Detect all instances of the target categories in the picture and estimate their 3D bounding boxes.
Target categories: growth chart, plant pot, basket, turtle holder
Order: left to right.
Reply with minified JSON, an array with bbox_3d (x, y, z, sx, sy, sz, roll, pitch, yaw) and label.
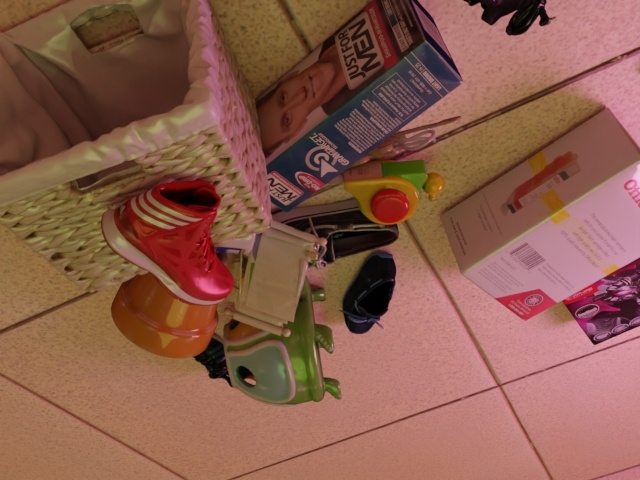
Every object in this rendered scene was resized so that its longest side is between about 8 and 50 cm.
[{"bbox_3d":[-0.258,-0.150,0.964,0.328,0.331,0.266,-19,140,8],"label":"basket"},{"bbox_3d":[-0.273,0.090,1.342,0.205,0.205,0.188,17,116,-28],"label":"plant pot"},{"bbox_3d":[-0.098,0.069,1.335,0.172,0.021,0.237,26,110,18],"label":"growth chart"},{"bbox_3d":[-0.088,0.207,1.464,0.227,0.243,0.320,-9,140,0],"label":"turtle holder"}]

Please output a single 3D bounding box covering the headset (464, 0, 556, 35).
[{"bbox_3d":[0.195,-0.367,0.908,0.394,0.243,0.185,-5,144,-38],"label":"headset"}]

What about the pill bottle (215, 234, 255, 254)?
[{"bbox_3d":[-0.217,-0.035,1.263,0.187,0.112,0.112,5,136,-18],"label":"pill bottle"}]

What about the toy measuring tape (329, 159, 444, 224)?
[{"bbox_3d":[0.062,-0.082,1.282,0.330,0.121,0.121,-4,139,5],"label":"toy measuring tape"}]

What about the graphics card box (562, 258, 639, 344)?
[{"bbox_3d":[0.677,0.095,1.623,0.233,0.094,0.371,-29,136,19],"label":"graphics card box"}]

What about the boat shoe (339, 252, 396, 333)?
[{"bbox_3d":[0.103,0.137,1.541,0.109,0.089,0.258,-2,138,-10],"label":"boat shoe"}]

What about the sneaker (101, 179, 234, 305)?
[{"bbox_3d":[-0.152,0.006,0.873,0.128,0.087,0.221,-28,145,21],"label":"sneaker"}]

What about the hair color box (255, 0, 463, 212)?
[{"bbox_3d":[0.029,-0.215,1.071,0.347,0.174,0.105,-35,132,24],"label":"hair color box"}]

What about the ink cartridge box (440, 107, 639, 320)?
[{"bbox_3d":[0.483,-0.036,1.381,0.385,0.160,0.279,-35,134,24],"label":"ink cartridge box"}]

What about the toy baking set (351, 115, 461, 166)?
[{"bbox_3d":[0.104,-0.149,1.169,0.256,0.197,0.030,-22,102,-6],"label":"toy baking set"}]

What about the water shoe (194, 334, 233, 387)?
[{"bbox_3d":[-0.246,0.279,1.628,0.073,0.080,0.203,-33,134,22],"label":"water shoe"}]

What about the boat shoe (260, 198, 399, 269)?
[{"bbox_3d":[0.001,0.003,1.358,0.306,0.105,0.113,-10,138,-1],"label":"boat shoe"}]
